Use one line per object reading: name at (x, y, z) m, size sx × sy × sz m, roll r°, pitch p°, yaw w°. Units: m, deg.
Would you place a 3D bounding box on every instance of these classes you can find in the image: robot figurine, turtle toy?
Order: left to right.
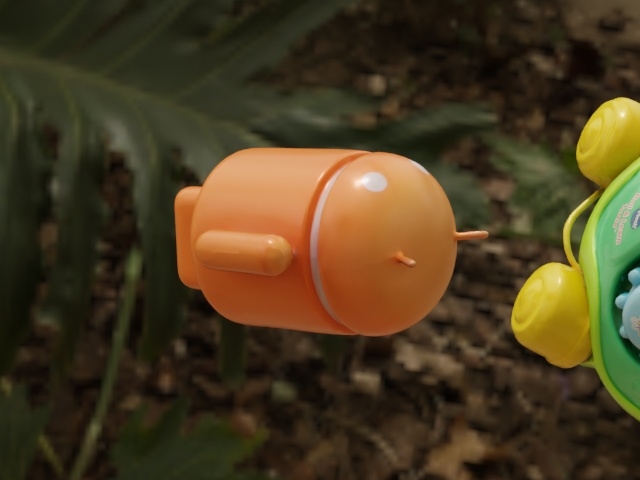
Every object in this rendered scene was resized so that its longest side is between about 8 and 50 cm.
robot figurine at (0.001, -0.001, 1.288) m, size 0.219 × 0.158 × 0.128 m, roll 4°, pitch 61°, yaw 39°
turtle toy at (0.114, -0.003, 0.489) m, size 0.095 × 0.130 × 0.066 m, roll 26°, pitch -12°, yaw -15°
